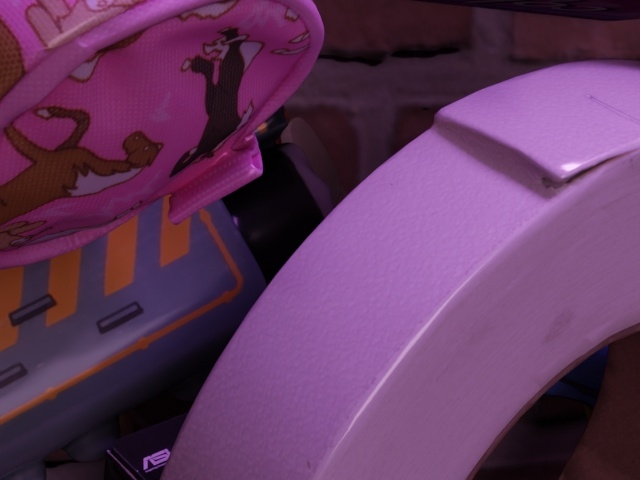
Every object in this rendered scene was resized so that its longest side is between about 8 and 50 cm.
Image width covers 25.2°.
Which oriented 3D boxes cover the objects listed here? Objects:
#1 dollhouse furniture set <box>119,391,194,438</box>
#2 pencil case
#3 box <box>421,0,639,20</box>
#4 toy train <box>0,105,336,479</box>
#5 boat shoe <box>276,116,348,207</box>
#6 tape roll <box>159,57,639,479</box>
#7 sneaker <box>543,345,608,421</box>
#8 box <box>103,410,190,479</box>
[{"bbox_3d":[-0.014,0.138,0.716,0.144,0.123,0.151,-12,101,-21],"label":"dollhouse furniture set"},{"bbox_3d":[-0.164,-0.168,0.514,0.167,0.160,0.386,-23,70,-43],"label":"pencil case"},{"bbox_3d":[0.120,-0.174,0.672,0.213,0.243,0.117,2,96,-23],"label":"box"},{"bbox_3d":[-0.147,0.016,0.618,0.334,0.142,0.190,-28,87,-19],"label":"toy train"},{"bbox_3d":[0.000,0.000,0.752,0.043,0.049,0.137,-21,112,24],"label":"boat shoe"},{"bbox_3d":[0.091,0.108,0.643,0.392,0.072,0.392,-25,132,-31],"label":"tape roll"},{"bbox_3d":[0.204,0.085,0.842,0.209,0.069,0.082,21,115,-29],"label":"sneaker"},{"bbox_3d":[-0.015,0.143,0.654,0.190,0.045,0.184,-18,133,-36],"label":"box"}]
